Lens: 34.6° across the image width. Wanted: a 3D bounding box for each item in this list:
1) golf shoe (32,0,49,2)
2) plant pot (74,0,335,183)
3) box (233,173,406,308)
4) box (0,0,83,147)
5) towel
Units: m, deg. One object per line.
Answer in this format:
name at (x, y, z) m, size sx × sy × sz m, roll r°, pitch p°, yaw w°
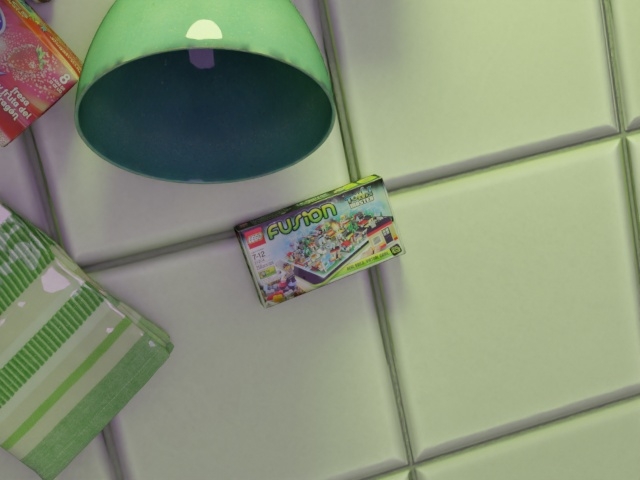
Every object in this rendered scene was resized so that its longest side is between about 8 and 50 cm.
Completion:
golf shoe at (-0.369, -0.363, 1.198) m, size 0.086 × 0.067 × 0.186 m, roll -11°, pitch 113°, yaw 23°
plant pot at (-0.134, -0.219, 1.193) m, size 0.290 × 0.290 × 0.195 m, roll 3°, pitch 65°, yaw -15°
box at (0.000, 0.000, 1.370) m, size 0.207 × 0.036 × 0.114 m, roll -22°, pitch 105°, yaw -10°
box at (-0.400, -0.246, 1.165) m, size 0.123 × 0.128 × 0.257 m, roll -41°, pitch 107°, yaw 4°
towel at (-0.380, 0.120, 1.296) m, size 0.248 × 0.038 × 0.325 m, roll -46°, pitch 110°, yaw -1°
